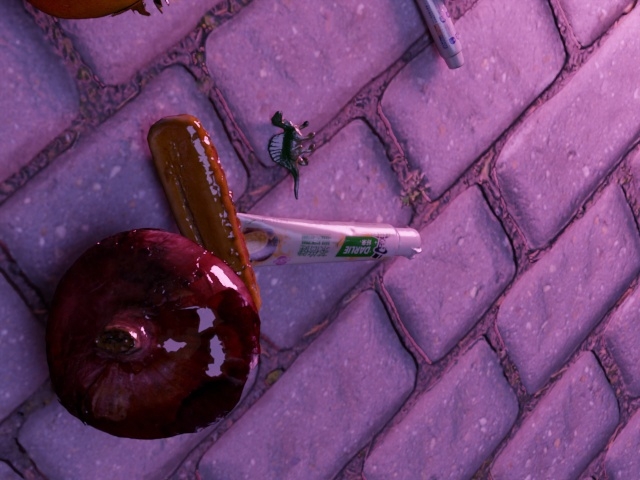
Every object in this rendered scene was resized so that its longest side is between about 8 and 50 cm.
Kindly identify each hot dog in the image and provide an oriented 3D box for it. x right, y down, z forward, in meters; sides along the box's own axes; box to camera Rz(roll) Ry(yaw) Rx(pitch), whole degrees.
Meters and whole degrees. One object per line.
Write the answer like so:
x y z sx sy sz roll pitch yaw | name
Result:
-0.139 -0.022 1.330 0.088 0.061 0.285 -9 113 7 | hot dog

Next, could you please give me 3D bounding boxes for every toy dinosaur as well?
-0.041 -0.113 1.424 0.060 0.029 0.119 -4 109 -21 | toy dinosaur

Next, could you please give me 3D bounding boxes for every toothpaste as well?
0.152 -0.339 1.513 0.052 0.033 0.218 -43 120 -28 | toothpaste
0.000 0.000 1.463 0.314 0.056 0.058 0 64 -33 | toothpaste

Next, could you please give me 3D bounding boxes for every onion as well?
-0.197 0.109 1.208 0.219 0.252 0.252 -16 118 -81 | onion

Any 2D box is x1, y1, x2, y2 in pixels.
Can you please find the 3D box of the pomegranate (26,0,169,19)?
-0.233 -0.323 1.102 0.235 0.210 0.210 22 86 -39 | pomegranate
